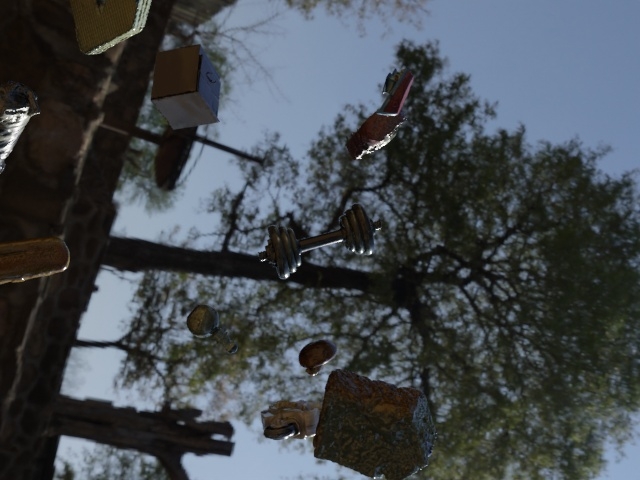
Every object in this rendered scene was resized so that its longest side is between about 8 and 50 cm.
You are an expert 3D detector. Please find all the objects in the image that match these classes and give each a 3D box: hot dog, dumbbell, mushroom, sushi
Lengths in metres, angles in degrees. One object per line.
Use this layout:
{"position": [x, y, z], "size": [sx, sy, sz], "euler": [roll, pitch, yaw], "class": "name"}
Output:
{"position": [-0.612, 0.042, 1.289], "size": [0.061, 0.286, 0.087], "euler": [-3, -89, 59], "class": "hot dog"}
{"position": [0.000, 0.000, 2.249], "size": [0.179, 0.407, 0.179], "euler": [165, -90, -84], "class": "dumbbell"}
{"position": [-0.006, 0.339, 2.073], "size": [0.127, 0.127, 0.087], "euler": [-12, -76, 63], "class": "mushroom"}
{"position": [0.175, -0.352, 2.288], "size": [0.241, 0.107, 0.161], "euler": [-38, 180, 16], "class": "sushi"}

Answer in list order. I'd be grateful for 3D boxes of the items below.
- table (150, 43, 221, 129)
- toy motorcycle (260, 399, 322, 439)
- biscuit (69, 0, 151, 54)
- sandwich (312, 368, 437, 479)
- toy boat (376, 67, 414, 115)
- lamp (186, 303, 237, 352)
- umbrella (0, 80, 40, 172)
{"position": [-0.424, -0.494, 2.262], "size": [0.169, 0.173, 0.193], "euler": [59, 28, -60], "class": "table"}
{"position": [-0.074, 0.547, 2.164], "size": [0.341, 0.223, 0.107], "euler": [159, -78, -81], "class": "toy motorcycle"}
{"position": [-0.418, -0.476, 1.411], "size": [0.250, 0.046, 0.147], "euler": [-9, -83, 41], "class": "biscuit"}
{"position": [0.152, 0.515, 1.914], "size": [0.131, 0.326, 0.262], "euler": [-57, 160, -64], "class": "sandwich"}
{"position": [0.173, -0.349, 1.669], "size": [0.069, 0.059, 0.172], "euler": [103, 10, -51], "class": "toy boat"}
{"position": [-0.290, 0.248, 1.919], "size": [0.091, 0.163, 0.091], "euler": [-43, -172, 8], "class": "lamp"}
{"position": [-0.755, -0.213, 1.589], "size": [0.357, 0.106, 0.113], "euler": [-46, 171, 31], "class": "umbrella"}
